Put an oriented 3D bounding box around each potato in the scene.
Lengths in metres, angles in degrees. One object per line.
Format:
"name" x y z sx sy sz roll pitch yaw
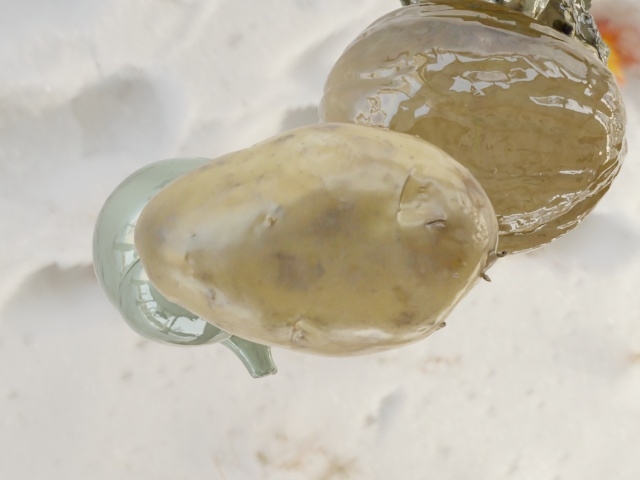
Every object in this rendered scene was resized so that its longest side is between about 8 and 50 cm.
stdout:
"potato" 0.000 0.005 1.181 0.234 0.128 0.161 -20 88 8

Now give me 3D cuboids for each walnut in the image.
"walnut" 0.126 -0.094 1.458 0.260 0.225 0.225 7 116 -6

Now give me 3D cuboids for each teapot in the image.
"teapot" -0.091 -0.008 1.681 0.219 0.149 0.318 16 135 -18

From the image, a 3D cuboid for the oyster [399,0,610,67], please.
"oyster" 0.197 -0.273 1.646 0.237 0.115 0.351 9 125 -16
